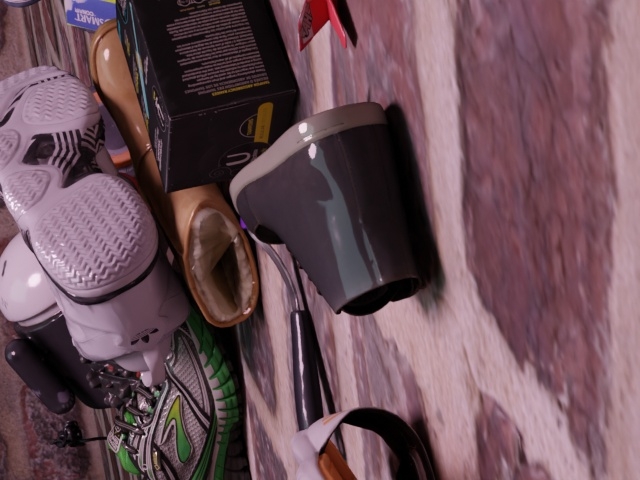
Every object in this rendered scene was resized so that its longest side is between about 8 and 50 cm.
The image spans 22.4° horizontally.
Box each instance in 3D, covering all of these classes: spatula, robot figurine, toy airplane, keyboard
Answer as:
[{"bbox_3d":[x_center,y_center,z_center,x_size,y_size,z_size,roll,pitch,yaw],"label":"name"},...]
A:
[{"bbox_3d":[-0.032,0.038,1.333,0.084,0.030,0.297,136,121,-72],"label":"spatula"},{"bbox_3d":[-0.274,0.093,1.977,0.278,0.173,0.209,51,-165,-22],"label":"robot figurine"},{"bbox_3d":[-0.002,-0.181,1.005,0.151,0.028,0.151,168,90,-78],"label":"toy airplane"},{"bbox_3d":[-0.237,0.239,2.027,0.317,0.201,0.033,133,135,-74],"label":"keyboard"}]

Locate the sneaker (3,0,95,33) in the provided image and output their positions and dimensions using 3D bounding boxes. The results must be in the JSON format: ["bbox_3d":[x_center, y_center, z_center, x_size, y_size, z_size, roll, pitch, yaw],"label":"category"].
[{"bbox_3d":[-0.274,-0.276,1.781,0.226,0.086,0.163,-56,-24,-43],"label":"sneaker"}]

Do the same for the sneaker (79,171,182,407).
[{"bbox_3d":[-0.205,0.052,1.854,0.097,0.135,0.276,12,106,34],"label":"sneaker"}]

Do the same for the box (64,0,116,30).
[{"bbox_3d":[-0.212,-0.277,1.650,0.042,0.109,0.178,-54,-28,-45],"label":"box"}]

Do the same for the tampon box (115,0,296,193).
[{"bbox_3d":[-0.092,-0.141,1.265,0.120,0.101,0.161,103,151,-63],"label":"tampon box"}]

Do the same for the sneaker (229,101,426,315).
[{"bbox_3d":[0.000,0.000,1.046,0.222,0.083,0.118,132,124,-73],"label":"sneaker"}]

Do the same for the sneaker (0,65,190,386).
[{"bbox_3d":[-0.243,-0.013,1.631,0.366,0.137,0.210,54,165,45],"label":"sneaker"}]

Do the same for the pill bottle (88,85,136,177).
[{"bbox_3d":[-0.256,-0.110,1.931,0.245,0.130,0.130,143,113,-76],"label":"pill bottle"}]

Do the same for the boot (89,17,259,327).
[{"bbox_3d":[-0.139,-0.076,1.579,0.269,0.089,0.236,-124,12,-60],"label":"boot"}]

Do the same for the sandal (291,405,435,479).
[{"bbox_3d":[0.038,0.156,1.042,0.102,0.076,0.265,54,178,0],"label":"sandal"}]

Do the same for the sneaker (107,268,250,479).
[{"bbox_3d":[-0.163,0.189,1.781,0.134,0.146,0.344,-123,25,-58],"label":"sneaker"}]
